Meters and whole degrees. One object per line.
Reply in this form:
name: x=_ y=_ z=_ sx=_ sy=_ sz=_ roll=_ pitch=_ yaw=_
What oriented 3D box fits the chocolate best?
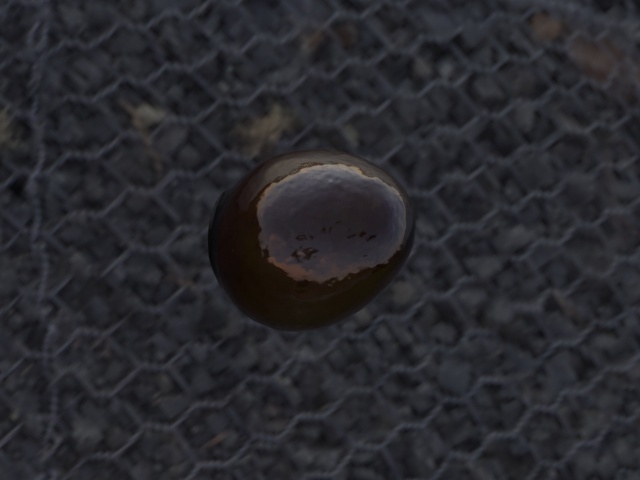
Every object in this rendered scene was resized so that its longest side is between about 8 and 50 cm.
chocolate: x=0.000 y=0.000 z=1.529 sx=0.177 sy=0.177 sz=0.176 roll=13 pitch=62 yaw=-25
